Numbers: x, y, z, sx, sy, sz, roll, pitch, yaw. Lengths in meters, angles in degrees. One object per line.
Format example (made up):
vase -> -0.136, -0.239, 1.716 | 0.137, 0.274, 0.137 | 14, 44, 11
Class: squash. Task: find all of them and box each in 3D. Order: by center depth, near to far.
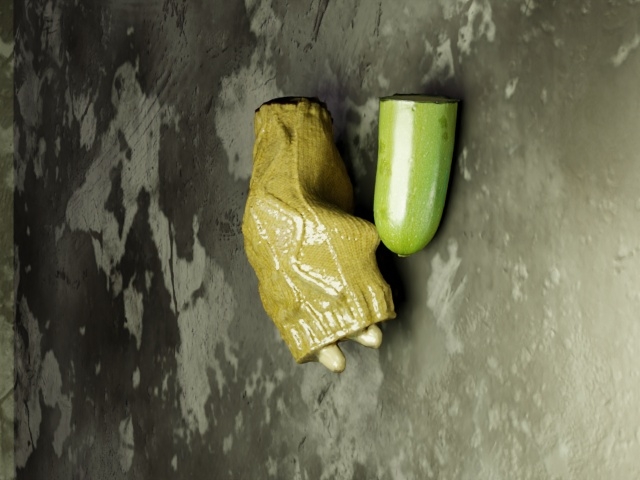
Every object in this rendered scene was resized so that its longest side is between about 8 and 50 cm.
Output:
squash -> 0.106, -0.072, 1.528 | 0.095, 0.095, 0.188 | 19, 108, 58

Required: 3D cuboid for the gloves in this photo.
gloves -> -0.016, -0.004, 1.639 | 0.203, 0.155, 0.356 | 88, 166, -66
